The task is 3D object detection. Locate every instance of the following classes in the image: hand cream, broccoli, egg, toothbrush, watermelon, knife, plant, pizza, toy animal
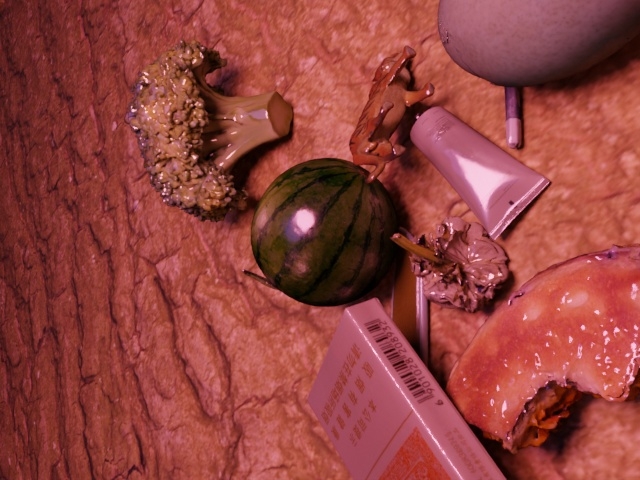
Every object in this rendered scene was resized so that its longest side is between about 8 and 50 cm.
[{"bbox_3d":[0.169,-0.092,0.767,0.087,0.054,0.186,-49,55,16],"label":"hand cream"},{"bbox_3d":[-0.196,-0.174,1.081,0.260,0.235,0.287,8,127,51],"label":"broccoli"},{"bbox_3d":[0.217,-0.239,0.636,0.237,0.169,0.169,-25,66,49],"label":"egg"},{"bbox_3d":[0.213,-0.242,0.758,0.026,0.024,0.287,-9,76,34],"label":"toothbrush"},{"bbox_3d":[0.000,0.000,0.844,0.214,0.188,0.188,-59,46,27],"label":"watermelon"},{"bbox_3d":[0.106,0.151,0.820,0.061,0.027,0.342,-8,78,53],"label":"knife"},{"bbox_3d":[0.138,0.020,0.736,0.116,0.122,0.104,36,101,54],"label":"plant"},{"bbox_3d":[0.229,0.110,0.636,0.305,0.086,0.161,-45,36,39],"label":"pizza"},{"bbox_3d":[0.083,-0.154,0.809,0.099,0.057,0.241,-37,28,56],"label":"toy animal"}]

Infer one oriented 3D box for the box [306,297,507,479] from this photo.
[{"bbox_3d":[0.111,0.260,0.701,0.365,0.051,0.204,54,145,30],"label":"box"}]
